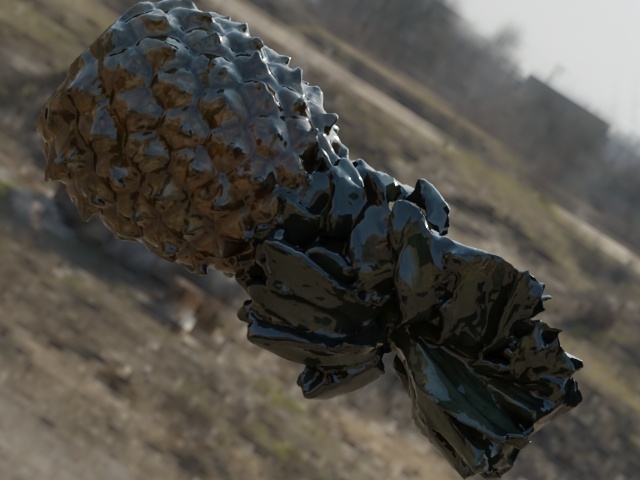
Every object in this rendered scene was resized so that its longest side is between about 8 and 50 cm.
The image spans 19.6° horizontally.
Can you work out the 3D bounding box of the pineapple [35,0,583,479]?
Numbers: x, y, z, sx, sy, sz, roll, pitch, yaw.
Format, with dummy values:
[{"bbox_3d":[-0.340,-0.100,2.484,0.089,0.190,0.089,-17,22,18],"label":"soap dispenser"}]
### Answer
[{"bbox_3d":[0.000,0.000,0.498,0.159,0.074,0.074,38,7,18],"label":"pineapple"}]
